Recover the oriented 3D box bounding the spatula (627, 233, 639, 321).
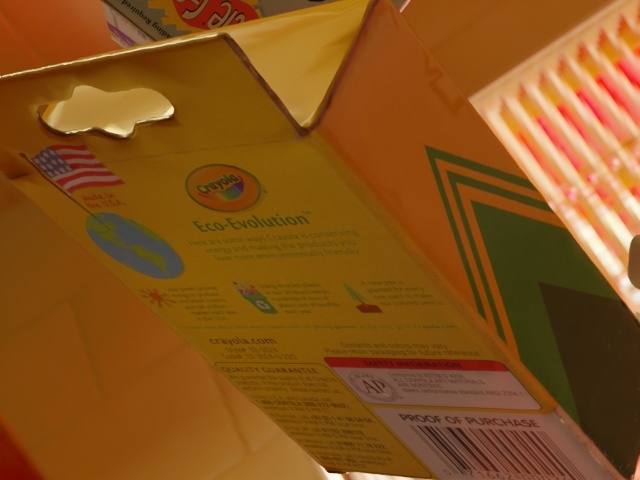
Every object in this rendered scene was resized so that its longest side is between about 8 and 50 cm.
[{"bbox_3d":[0.338,0.093,1.103,0.242,0.019,0.168,17,-63,37],"label":"spatula"}]

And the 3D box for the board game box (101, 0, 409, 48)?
[{"bbox_3d":[0.006,-0.200,0.907,0.142,0.275,0.144,38,-5,-4],"label":"board game box"}]

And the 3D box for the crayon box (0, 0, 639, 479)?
[{"bbox_3d":[0.000,0.000,0.684,0.202,0.081,0.318,-3,-39,43],"label":"crayon box"}]
